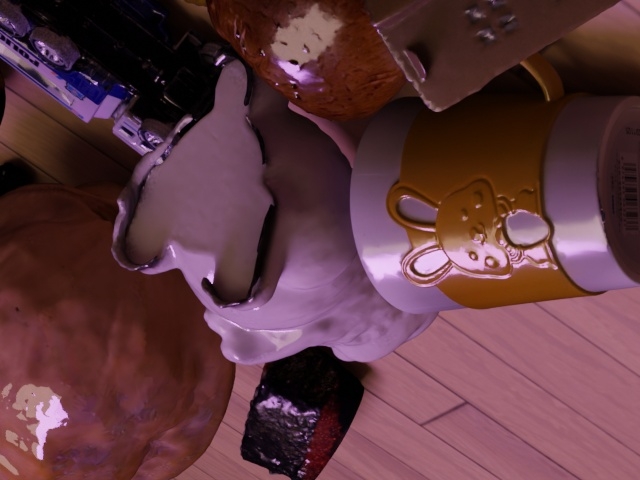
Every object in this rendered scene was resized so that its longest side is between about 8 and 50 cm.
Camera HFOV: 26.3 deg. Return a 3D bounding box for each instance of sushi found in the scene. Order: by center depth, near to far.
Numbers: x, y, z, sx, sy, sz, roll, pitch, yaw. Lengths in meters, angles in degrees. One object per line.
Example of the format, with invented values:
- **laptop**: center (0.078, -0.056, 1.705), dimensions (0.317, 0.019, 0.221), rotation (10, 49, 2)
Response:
- **sushi**: center (-0.032, 0.219, 1.757), dimensions (0.126, 0.136, 0.225), rotation (23, 148, -2)

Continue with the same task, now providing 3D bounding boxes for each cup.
- **cup**: center (0.149, -0.058, 1.086), dimensions (0.226, 0.185, 0.241), rotation (-1, 112, 39)

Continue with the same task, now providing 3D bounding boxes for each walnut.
- **walnut**: center (-0.273, 0.122, 1.564), dimensions (0.383, 0.383, 0.383), rotation (24, 152, 14)

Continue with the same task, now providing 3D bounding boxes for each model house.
- **model house**: center (0.087, -0.240, 0.868), dimensions (0.181, 0.176, 0.248), rotation (-30, 98, 16)

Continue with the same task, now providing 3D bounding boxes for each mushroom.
- **mushroom**: center (-0.015, -0.174, 1.032), dimensions (0.194, 0.138, 0.231), rotation (31, 174, 0)

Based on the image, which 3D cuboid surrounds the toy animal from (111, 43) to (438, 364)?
- **toy animal**: center (0.000, 0.000, 1.243), dimensions (0.194, 0.258, 0.357), rotation (32, -172, 39)

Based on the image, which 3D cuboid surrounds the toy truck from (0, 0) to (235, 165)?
- **toy truck**: center (-0.203, -0.175, 1.287), dimensions (0.268, 0.124, 0.155), rotation (38, 160, -9)

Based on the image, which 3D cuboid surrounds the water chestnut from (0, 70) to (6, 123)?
- **water chestnut**: center (-0.481, -0.147, 1.435), dimensions (0.300, 0.300, 0.300), rotation (24, 152, 14)

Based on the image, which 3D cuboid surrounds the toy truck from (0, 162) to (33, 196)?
- **toy truck**: center (-0.426, 0.012, 1.733), dimensions (0.113, 0.208, 0.126), rotation (46, 149, -24)

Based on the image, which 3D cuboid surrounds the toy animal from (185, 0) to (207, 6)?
- **toy animal**: center (-0.176, -0.259, 1.129), dimensions (0.219, 0.095, 0.155), rotation (-4, 157, -15)
